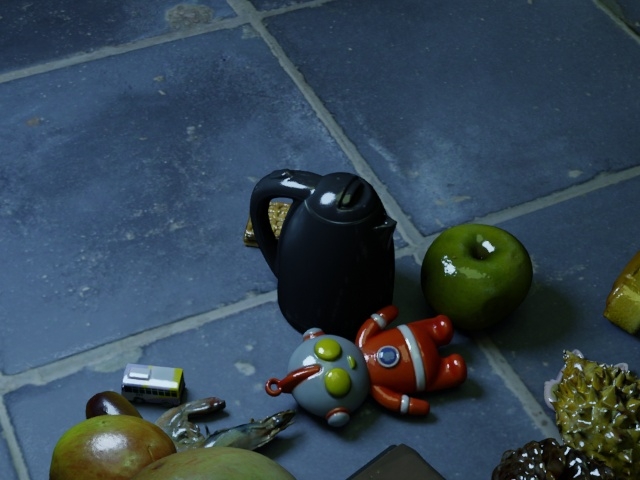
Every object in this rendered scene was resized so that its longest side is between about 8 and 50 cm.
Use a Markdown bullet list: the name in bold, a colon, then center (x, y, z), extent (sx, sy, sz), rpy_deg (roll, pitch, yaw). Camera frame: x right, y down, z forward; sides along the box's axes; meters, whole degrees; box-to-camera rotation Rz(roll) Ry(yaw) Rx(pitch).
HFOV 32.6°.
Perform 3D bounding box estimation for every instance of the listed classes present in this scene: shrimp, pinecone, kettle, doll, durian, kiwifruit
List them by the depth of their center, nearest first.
- **pinecone**: center (0.344, 0.402, 1.572), extent (0.273, 0.224, 0.224), rpy_deg (19, 41, -25)
- **durian**: center (0.522, 0.304, 1.720), extent (0.341, 0.112, 0.191), rpy_deg (27, 51, 4)
- **kiwifruit**: center (-0.323, 0.291, 1.737), extent (0.075, 0.075, 0.124), rpy_deg (-33, 53, -29)
- **shrimp**: center (-0.163, 0.301, 1.751), extent (0.251, 0.052, 0.143), rpy_deg (-14, 46, -14)
- **doll**: center (0.071, 0.208, 1.808), extent (0.337, 0.105, 0.199), rpy_deg (-10, 65, -13)
- **kettle**: center (0.000, 0.000, 1.881), extent (0.268, 0.290, 0.207), rpy_deg (17, 49, 15)

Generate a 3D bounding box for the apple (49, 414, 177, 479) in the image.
- **apple**: center (-0.307, 0.347, 1.601), extent (0.196, 0.196, 0.196), rpy_deg (1, 47, -1)

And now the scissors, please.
- **scissors**: center (0.431, 0.310, 1.788), extent (0.160, 0.024, 0.317), rpy_deg (16, 48, 12)

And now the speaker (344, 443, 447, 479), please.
- **speaker**: center (0.090, 0.437, 1.563), extent (0.231, 0.153, 0.192), rpy_deg (-32, 55, -29)

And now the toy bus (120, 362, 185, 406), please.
- **toy bus**: center (-0.278, 0.237, 1.800), extent (0.102, 0.058, 0.052), rpy_deg (6, 46, 2)

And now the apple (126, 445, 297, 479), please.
- **apple**: center (-0.156, 0.420, 1.401), extent (0.277, 0.319, 0.319), rpy_deg (18, 30, -45)

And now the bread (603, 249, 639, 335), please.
- **bread**: center (0.598, 0.071, 1.975), extent (0.094, 0.102, 0.245), rpy_deg (37, 56, 20)

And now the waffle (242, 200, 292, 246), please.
- **waffle**: center (-0.067, -0.026, 2.070), extent (0.148, 0.042, 0.102), rpy_deg (7, 45, 4)

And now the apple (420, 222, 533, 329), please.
- **apple**: center (0.270, 0.065, 1.915), extent (0.197, 0.156, 0.196), rpy_deg (2, 38, -1)
